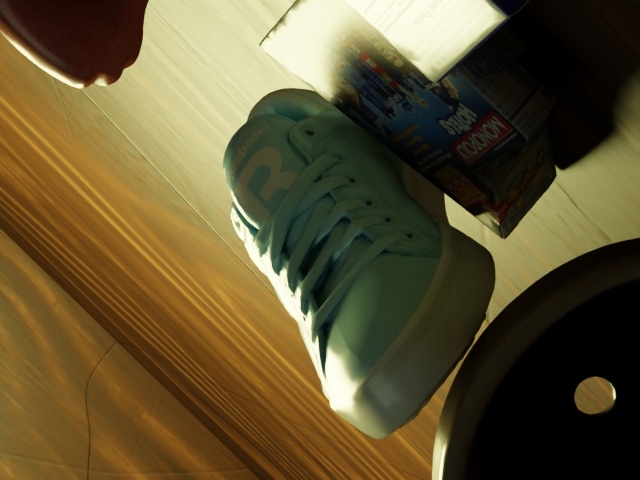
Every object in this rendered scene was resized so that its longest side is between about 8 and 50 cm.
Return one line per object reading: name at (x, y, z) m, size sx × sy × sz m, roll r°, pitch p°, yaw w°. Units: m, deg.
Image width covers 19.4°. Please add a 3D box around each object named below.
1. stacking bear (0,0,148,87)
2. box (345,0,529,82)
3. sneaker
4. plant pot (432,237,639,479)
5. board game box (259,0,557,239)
stacking bear at (-0.099, -0.223, 0.999) m, size 0.164 × 0.175 × 0.289 m, roll 37°, pitch 156°, yaw -11°
box at (0.048, -0.162, 0.935) m, size 0.137 × 0.072 × 0.126 m, roll 43°, pitch 164°, yaw -3°
sneaker at (0.000, 0.000, 1.151) m, size 0.150 × 0.135 × 0.366 m, roll 31°, pitch -168°, yaw -14°
plant pot at (0.185, 0.118, 1.105) m, size 0.263 × 0.263 × 0.229 m, roll 44°, pitch -178°, yaw -8°
board game box at (0.071, -0.092, 1.097) m, size 0.194 × 0.060 × 0.194 m, roll 42°, pitch 165°, yaw -5°
